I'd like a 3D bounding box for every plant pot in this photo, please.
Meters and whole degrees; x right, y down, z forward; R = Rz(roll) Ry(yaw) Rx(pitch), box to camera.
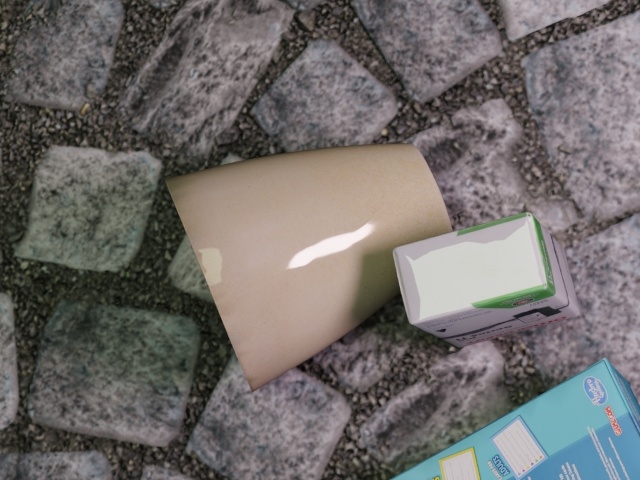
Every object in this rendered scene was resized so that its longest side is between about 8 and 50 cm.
[{"bbox_3d":[0.000,0.000,1.742,0.274,0.256,0.256,-22,69,-5],"label":"plant pot"}]

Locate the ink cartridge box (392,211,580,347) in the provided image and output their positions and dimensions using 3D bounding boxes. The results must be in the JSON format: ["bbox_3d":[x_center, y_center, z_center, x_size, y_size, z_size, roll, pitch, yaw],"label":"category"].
[{"bbox_3d":[0.182,0.046,1.664,0.153,0.208,0.086,-16,75,16],"label":"ink cartridge box"}]

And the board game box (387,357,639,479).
[{"bbox_3d":[0.210,0.314,1.605,0.336,0.079,0.253,-32,49,15],"label":"board game box"}]
